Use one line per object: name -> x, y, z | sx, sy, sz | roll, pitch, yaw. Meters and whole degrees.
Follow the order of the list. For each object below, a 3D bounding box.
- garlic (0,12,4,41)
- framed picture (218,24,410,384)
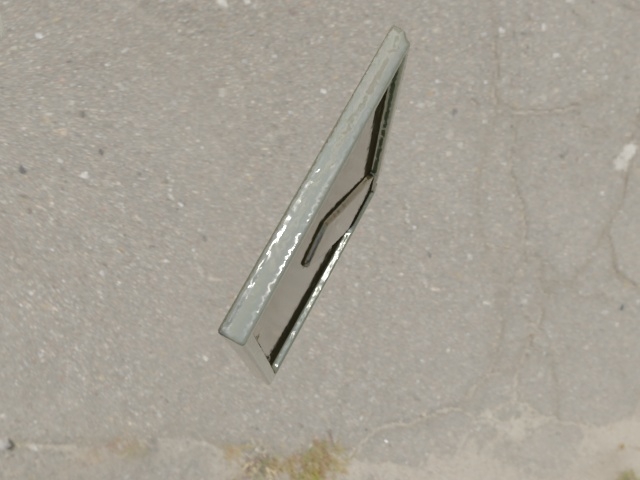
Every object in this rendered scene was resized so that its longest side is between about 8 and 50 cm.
garlic -> -0.520, -0.257, 0.922 | 0.280, 0.203, 0.185 | 7, 125, -11
framed picture -> 0.000, 0.000, 0.589 | 0.020, 0.289, 0.211 | 28, 77, 7
